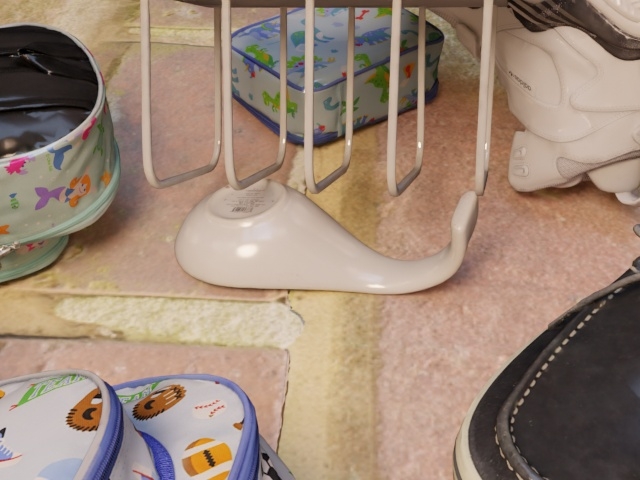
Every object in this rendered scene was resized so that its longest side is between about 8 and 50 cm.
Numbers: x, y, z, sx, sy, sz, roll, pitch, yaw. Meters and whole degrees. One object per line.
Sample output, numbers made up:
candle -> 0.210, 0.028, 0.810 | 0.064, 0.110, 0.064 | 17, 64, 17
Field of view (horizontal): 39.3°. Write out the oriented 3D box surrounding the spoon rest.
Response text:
spoon rest -> 0.000, 0.000, 0.781 | 0.276, 0.084, 0.137 | 3, 37, 24

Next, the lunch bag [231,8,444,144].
lunch bag -> 0.014, -0.197, 0.992 | 0.219, 0.090, 0.176 | -28, 49, -30

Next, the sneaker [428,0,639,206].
sneaker -> 0.200, -0.171, 0.877 | 0.137, 0.210, 0.366 | -15, 29, -30

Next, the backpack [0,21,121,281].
backpack -> -0.300, -0.075, 0.762 | 0.254, 0.191, 0.225 | -21, 47, -14

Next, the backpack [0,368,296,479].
backpack -> -0.125, 0.179, 0.411 | 0.277, 0.213, 0.263 | -9, 25, 27

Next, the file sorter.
file sorter -> 0.011, -0.132, 0.740 | 0.278, 0.173, 0.193 | 2, 12, 12

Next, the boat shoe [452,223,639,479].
boat shoe -> 0.297, 0.057, 0.644 | 0.500, 0.156, 0.187 | -24, 48, -25
